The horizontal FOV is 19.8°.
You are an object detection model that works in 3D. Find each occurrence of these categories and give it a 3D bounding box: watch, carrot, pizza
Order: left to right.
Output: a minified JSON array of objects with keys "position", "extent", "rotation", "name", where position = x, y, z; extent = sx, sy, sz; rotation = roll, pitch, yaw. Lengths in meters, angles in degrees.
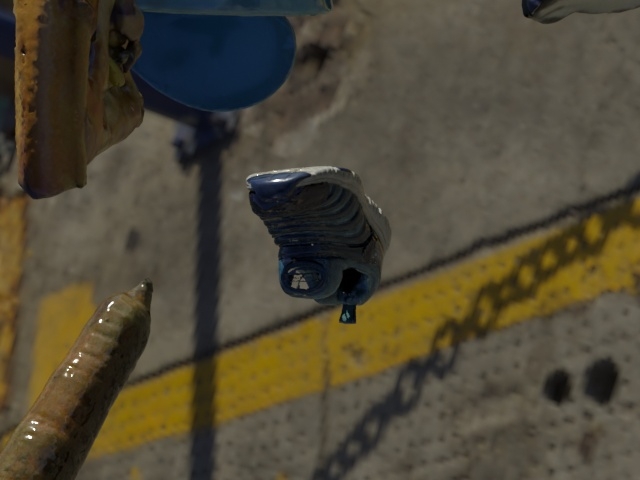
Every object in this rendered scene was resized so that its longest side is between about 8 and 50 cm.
[{"position":[-0.197,0.165,1.252],"extent":[0.070,0.070,0.342],"rotation":[-9,42,50],"name":"carrot"},{"position":[-0.098,-0.076,0.791],"extent":[0.036,0.176,0.184],"rotation":[-3,58,7],"name":"pizza"},{"position":[-0.085,-0.170,0.997],"extent":[0.211,0.211,0.193],"rotation":[-63,1,10],"name":"watch"}]

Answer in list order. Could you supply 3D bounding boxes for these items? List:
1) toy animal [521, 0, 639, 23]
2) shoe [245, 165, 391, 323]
[{"position":[0.223,-0.324,1.437],"extent":[0.212,0.212,0.266],"rotation":[-32,66,40],"name":"toy animal"},{"position":[0.000,0.000,1.599],"extent":[0.091,0.207,0.106],"rotation":[-3,64,23],"name":"shoe"}]
